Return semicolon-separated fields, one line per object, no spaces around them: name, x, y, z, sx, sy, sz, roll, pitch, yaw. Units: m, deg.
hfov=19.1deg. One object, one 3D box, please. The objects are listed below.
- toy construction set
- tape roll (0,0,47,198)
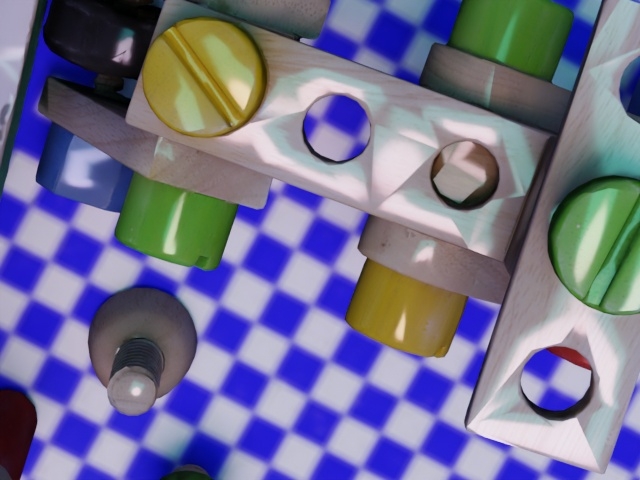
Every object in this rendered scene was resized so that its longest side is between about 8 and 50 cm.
toy construction set;0.000;0.000;0.585;0.257;0.237;0.309;44;97;-10
tape roll;-0.128;-0.053;0.526;0.077;0.321;0.321;13;100;-6
